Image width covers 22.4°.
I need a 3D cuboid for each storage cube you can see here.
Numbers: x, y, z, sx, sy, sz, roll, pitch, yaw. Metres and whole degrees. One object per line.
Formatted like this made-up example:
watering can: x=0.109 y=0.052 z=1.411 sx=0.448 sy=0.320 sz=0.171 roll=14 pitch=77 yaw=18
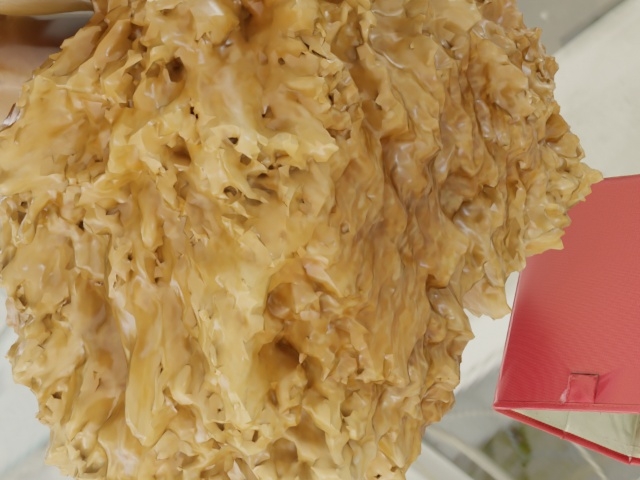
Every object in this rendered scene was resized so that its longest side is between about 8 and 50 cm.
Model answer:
storage cube: x=0.275 y=0.067 z=1.273 sx=0.215 sy=0.183 sz=0.193 roll=-4 pitch=68 yaw=50

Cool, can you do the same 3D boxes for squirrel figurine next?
squirrel figurine: x=-0.068 y=-0.106 z=0.525 sx=0.281 sy=0.370 sz=0.397 roll=-43 pitch=80 yaw=1
